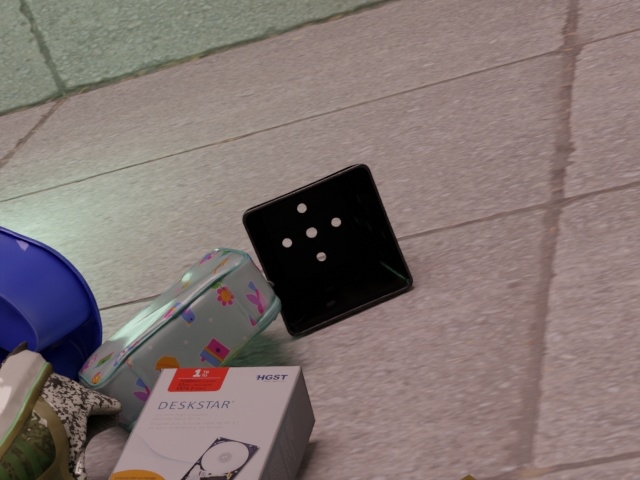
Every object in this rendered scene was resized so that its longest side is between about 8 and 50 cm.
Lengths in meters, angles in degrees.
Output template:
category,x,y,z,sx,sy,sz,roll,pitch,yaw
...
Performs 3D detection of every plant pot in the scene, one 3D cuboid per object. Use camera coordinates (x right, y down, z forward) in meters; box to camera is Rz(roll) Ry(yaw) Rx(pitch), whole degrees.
category,x,y,z,sx,sy,sz,roll,pitch,yaw
plant pot,0.000,0.000,2.062,0.188,0.187,0.167,-23,12,-3

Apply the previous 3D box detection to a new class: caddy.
category,x,y,z,sx,sy,sz,roll,pitch,yaw
caddy,-0.467,0.098,2.002,0.341,0.241,0.179,22,29,11

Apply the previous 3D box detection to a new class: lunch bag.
category,x,y,z,sx,sy,sz,roll,pitch,yaw
lunch bag,-0.184,0.127,1.932,0.279,0.108,0.224,-41,10,-13

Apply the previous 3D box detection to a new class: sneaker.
category,x,y,z,sx,sy,sz,roll,pitch,yaw
sneaker,-0.323,0.300,1.665,0.182,0.158,0.410,14,48,-5

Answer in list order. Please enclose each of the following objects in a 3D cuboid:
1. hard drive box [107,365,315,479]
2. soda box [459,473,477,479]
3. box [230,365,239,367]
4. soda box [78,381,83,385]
category,x,y,z,sx,sy,sz,roll,pitch,yaw
hard drive box,-0.123,0.248,1.643,0.181,0.089,0.232,-3,33,17
soda box,0.095,0.303,1.418,0.181,0.061,0.058,-28,22,-17
box,-0.133,0.226,1.823,0.109,0.042,0.178,4,34,48
soda box,-0.371,0.172,2.137,0.053,0.060,0.169,-34,25,-27
